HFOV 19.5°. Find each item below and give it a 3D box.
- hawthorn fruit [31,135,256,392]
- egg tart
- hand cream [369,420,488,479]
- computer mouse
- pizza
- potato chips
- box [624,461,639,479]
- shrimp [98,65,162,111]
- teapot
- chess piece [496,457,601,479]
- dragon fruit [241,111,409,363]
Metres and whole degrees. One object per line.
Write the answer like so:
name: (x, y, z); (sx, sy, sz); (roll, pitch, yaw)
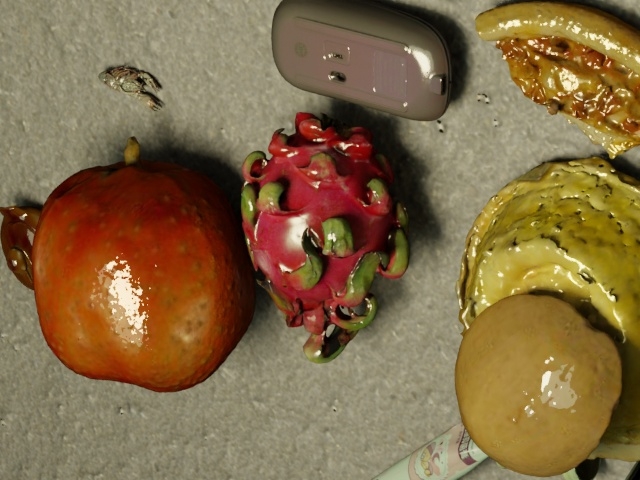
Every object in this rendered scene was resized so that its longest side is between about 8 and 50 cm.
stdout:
hawthorn fruit: (-0.211, 0.025, 2.215); (0.275, 0.275, 0.300); (4, 103, 34)
egg tart: (0.268, 0.085, 1.954); (0.345, 0.132, 0.345); (12, 109, 37)
hand cream: (0.139, 0.272, 2.227); (0.058, 0.085, 0.331); (37, 136, -15)
computer mouse: (0.047, -0.202, 2.033); (0.232, 0.057, 0.120); (17, 123, 31)
pizza: (0.275, -0.168, 1.890); (0.271, 0.056, 0.134); (35, 122, 15)
potato chips: (0.211, 0.153, 1.893); (0.208, 0.062, 0.195); (-8, 95, 43)
box: (0.409, 0.285, 1.938); (0.135, 0.243, 0.163); (-40, 87, 31)
shrimp: (-0.227, -0.190, 2.256); (0.092, 0.029, 0.038); (29, 120, 13)
teapot: (-0.384, 0.010, 2.442); (0.098, 0.078, 0.129); (-1, 114, 36)
chess piece: (0.246, 0.248, 2.147); (0.149, 0.059, 0.059); (-1, 114, 40)
dragon fruit: (0.004, -0.009, 2.100); (0.218, 0.198, 0.273); (20, 150, 12)
